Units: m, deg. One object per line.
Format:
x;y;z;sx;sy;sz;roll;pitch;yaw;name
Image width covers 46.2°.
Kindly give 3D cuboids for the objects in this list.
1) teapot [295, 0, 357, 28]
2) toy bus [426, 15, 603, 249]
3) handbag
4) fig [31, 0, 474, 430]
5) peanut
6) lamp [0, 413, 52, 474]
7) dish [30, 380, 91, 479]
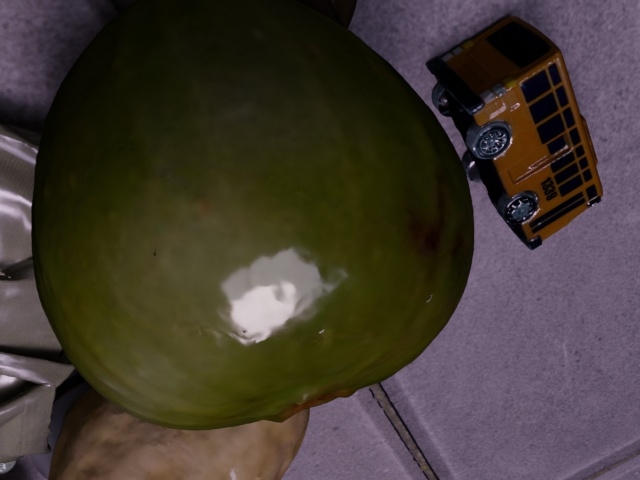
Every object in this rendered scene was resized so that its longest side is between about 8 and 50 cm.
-0.007;-0.189;0.572;0.076;0.068;0.121;20;153;5;teapot
0.190;-0.097;0.709;0.114;0.098;0.201;-32;131;5;toy bus
-0.306;0.046;0.583;0.253;0.109;0.316;9;106;-32;handbag
-0.054;-0.035;0.521;0.316;0.316;0.316;-12;131;-14;fig
-0.123;0.174;0.687;0.387;0.192;0.169;-55;175;-19;peanut
-0.320;0.194;0.751;0.091;0.091;0.163;2;140;-24;lamp
-0.183;0.246;0.828;0.260;0.085;0.260;-12;137;-11;dish
